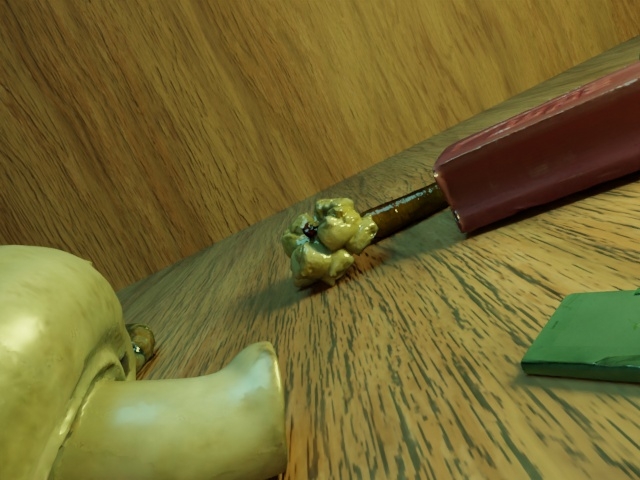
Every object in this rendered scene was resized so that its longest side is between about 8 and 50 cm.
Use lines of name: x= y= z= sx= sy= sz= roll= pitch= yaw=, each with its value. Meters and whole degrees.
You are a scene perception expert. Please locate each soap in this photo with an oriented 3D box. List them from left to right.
soap: x=0.373 y=-0.149 z=0.784 sx=0.360 sy=0.128 sz=0.233 roll=-22 pitch=10 yaw=26

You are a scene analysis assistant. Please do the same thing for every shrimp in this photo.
shrimp: x=-0.440 y=0.246 z=0.994 sx=0.247 sy=0.085 sz=0.360 roll=-38 pitch=18 yaw=-22

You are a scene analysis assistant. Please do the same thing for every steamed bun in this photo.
steamed bun: x=0.000 y=0.000 z=0.923 sx=0.192 sy=0.106 sz=0.177 roll=-48 pitch=13 yaw=6

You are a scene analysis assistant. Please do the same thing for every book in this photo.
book: x=0.231 y=0.066 z=0.375 sx=0.103 sy=0.017 sz=0.135 roll=-37 pitch=14 yaw=-35

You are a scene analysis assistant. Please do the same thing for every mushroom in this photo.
mushroom: x=-0.236 y=0.135 z=0.413 sx=0.356 sy=0.315 sz=0.315 roll=-41 pitch=14 yaw=-17

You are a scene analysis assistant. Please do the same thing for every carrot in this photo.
carrot: x=0.218 y=-0.080 z=1.021 sx=0.314 sy=0.066 sz=0.066 roll=-23 pitch=10 yaw=-1
